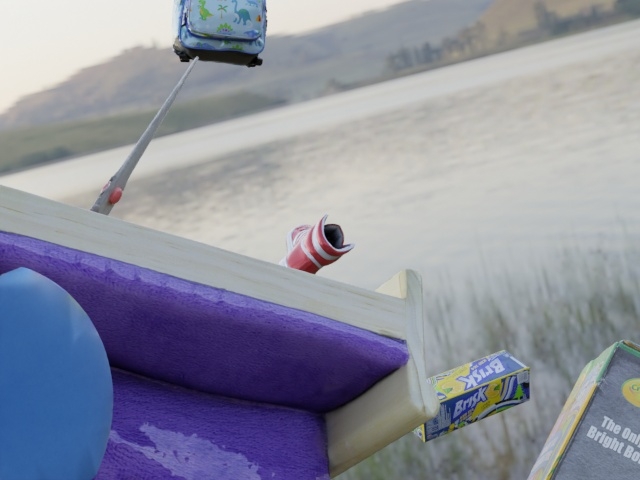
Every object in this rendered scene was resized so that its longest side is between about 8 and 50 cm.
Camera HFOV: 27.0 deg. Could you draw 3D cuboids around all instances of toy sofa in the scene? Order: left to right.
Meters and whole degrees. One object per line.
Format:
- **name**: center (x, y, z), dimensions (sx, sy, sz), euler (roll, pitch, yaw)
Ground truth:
- **toy sofa**: center (-0.108, 0.084, 0.905), dimensions (0.363, 0.177, 0.150), euler (17, -36, -25)

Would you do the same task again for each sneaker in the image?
- **sneaker**: center (0.000, 0.000, 1.232), dimensions (0.067, 0.042, 0.118), euler (-41, 12, 19)

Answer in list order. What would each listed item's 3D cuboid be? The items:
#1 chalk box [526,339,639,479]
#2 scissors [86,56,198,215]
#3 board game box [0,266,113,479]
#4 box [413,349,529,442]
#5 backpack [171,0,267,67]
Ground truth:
- **chalk box**: center (0.224, 0.156, 0.908), dimensions (0.132, 0.213, 0.132), euler (29, -12, 8)
- **scissors**: center (-0.186, -0.024, 1.107), dimensions (0.021, 0.297, 0.109), euler (33, 13, 17)
- **board game box**: center (-0.195, 0.092, 0.732), dimensions (0.169, 0.133, 0.033), euler (-25, 18, -38)
- **box**: center (0.189, 0.200, 1.729), dimensions (0.169, 0.054, 0.059), euler (-17, 29, -24)
- **backpack**: center (-0.107, -0.257, 1.452), dimensions (0.105, 0.114, 0.084), euler (3, -13, -16)
